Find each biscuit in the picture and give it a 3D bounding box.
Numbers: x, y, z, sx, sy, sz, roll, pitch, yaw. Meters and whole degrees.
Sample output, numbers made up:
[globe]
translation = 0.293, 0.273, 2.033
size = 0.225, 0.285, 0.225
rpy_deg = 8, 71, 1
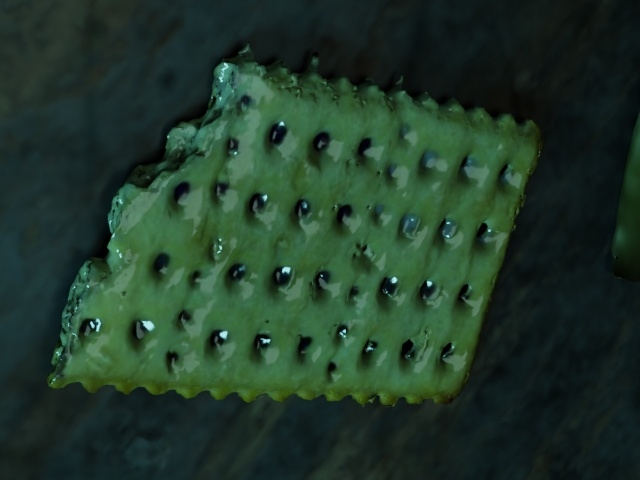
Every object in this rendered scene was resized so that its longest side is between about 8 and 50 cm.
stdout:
[biscuit]
translation = -0.001, 0.000, 0.612
size = 0.203, 0.016, 0.144
rpy_deg = 9, 104, -36

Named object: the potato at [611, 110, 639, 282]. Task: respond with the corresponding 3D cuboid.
[potato]
translation = 0.195, -0.020, 0.701
size = 0.103, 0.066, 0.096
rpy_deg = -6, 116, -33
